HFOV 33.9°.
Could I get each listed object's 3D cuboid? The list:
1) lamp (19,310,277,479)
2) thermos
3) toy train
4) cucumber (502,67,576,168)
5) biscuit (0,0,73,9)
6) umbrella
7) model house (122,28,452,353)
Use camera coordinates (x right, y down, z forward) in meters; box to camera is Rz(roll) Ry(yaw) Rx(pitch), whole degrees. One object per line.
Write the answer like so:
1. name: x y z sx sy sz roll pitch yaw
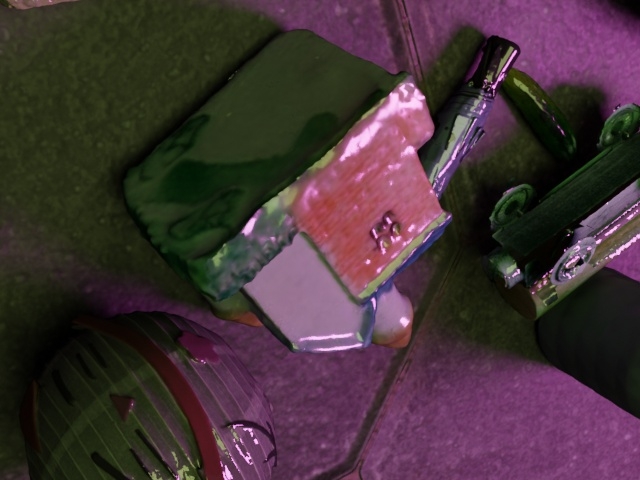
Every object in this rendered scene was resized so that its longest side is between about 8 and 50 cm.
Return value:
1. lamp: -0.161 0.184 0.974 0.233 0.265 0.233 -32 143 -28
2. thermos: 0.397 0.125 1.205 0.182 0.286 0.145 -45 119 -7
3. toy train: 0.319 -0.021 1.201 0.307 0.126 0.189 -36 137 -11
4. cucumber: 0.255 -0.141 1.195 0.039 0.039 0.168 -47 117 -5
5. biscuit: -0.227 -0.285 0.917 0.252 0.052 0.150 -13 112 -20
6. umbrella: 0.144 -0.107 1.145 0.053 0.052 0.250 30 93 -28
7. model house: 0.000 0.000 1.066 0.267 0.194 0.325 -44 133 -9
